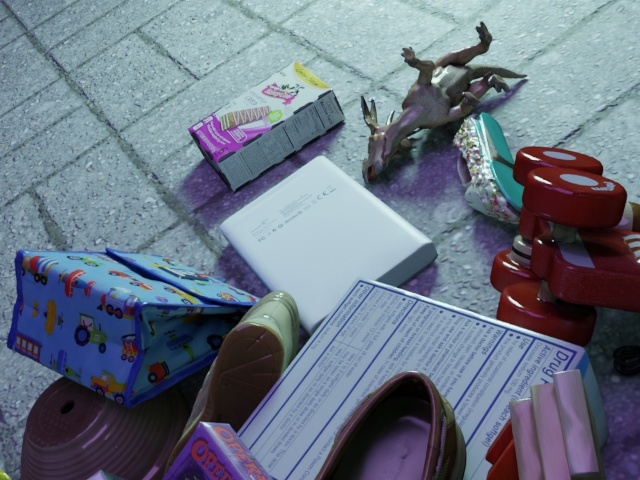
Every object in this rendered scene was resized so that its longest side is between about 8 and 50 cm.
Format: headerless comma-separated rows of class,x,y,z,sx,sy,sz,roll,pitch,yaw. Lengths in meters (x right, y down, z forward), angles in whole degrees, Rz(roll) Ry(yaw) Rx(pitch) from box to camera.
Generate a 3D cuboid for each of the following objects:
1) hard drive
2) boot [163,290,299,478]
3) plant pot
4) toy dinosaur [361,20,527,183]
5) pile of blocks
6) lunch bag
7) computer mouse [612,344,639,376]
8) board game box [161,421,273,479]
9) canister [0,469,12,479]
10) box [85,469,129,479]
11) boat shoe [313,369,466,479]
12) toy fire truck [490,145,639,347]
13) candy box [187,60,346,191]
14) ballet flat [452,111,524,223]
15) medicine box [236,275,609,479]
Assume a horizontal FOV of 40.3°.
hard drive,0.000,0.000,1.252,0.203,0.040,0.307,-35,40,-9
boot,-0.099,0.195,1.041,0.095,0.262,0.203,19,11,1
plant pot,-0.293,0.240,1.105,0.237,0.110,0.237,-17,39,14
toy dinosaur,0.172,-0.221,1.345,0.295,0.127,0.200,-29,-5,-31
pile of blocks,0.179,0.287,0.660,0.112,0.149,0.362,-13,77,17
lunch bag,-0.220,0.090,1.154,0.221,0.138,0.293,18,15,30
computer mouse,0.368,0.167,0.858,0.106,0.042,0.193,-15,35,8
board game box,-0.057,0.353,0.767,0.347,0.056,0.208,43,109,36
canister,-0.442,0.367,1.054,0.170,0.073,0.126,-53,42,-7
box,-0.239,0.323,0.962,0.087,0.101,0.102,-34,69,-7
boat shoe,0.018,0.239,0.668,0.122,0.120,0.324,12,53,21
toy fire truck,0.327,0.012,0.942,0.254,0.169,0.302,10,18,5
candy box,-0.095,-0.201,1.503,0.233,0.071,0.159,-33,39,-8
ballet flat,0.230,-0.086,1.197,0.077,0.091,0.241,-45,26,29
medicine box,0.095,0.207,0.884,0.289,0.149,0.263,17,57,40
